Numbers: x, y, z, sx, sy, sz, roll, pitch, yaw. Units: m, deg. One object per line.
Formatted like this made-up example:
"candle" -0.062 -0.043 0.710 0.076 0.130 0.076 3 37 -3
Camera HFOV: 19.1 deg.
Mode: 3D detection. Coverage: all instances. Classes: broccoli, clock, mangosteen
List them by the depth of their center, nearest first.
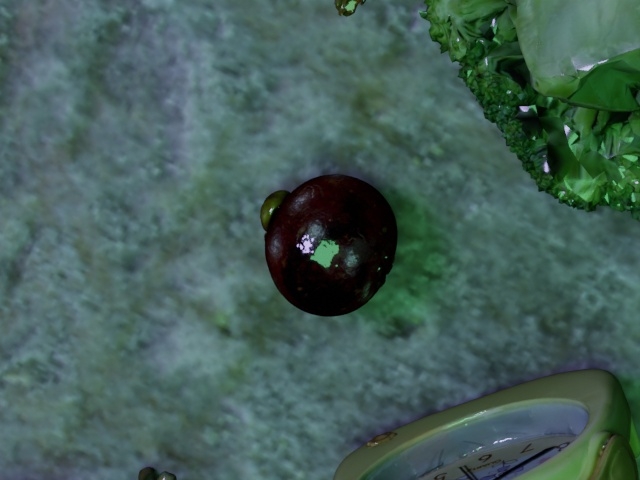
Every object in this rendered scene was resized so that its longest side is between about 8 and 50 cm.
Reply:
"broccoli" 0.188 -0.103 0.945 0.261 0.242 0.269 -25 71 29
"clock" 0.089 0.144 0.997 0.170 0.232 0.069 -19 101 9
"mangosteen" 0.003 0.002 1.049 0.081 0.081 0.081 1 103 4

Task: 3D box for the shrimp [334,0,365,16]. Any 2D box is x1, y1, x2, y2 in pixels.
"shrimp" 0.045 -0.244 0.975 0.145 0.061 0.267 15 92 12

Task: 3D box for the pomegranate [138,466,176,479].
"pomegranate" -0.156 0.210 1.090 0.169 0.148 0.148 -16 103 -18
